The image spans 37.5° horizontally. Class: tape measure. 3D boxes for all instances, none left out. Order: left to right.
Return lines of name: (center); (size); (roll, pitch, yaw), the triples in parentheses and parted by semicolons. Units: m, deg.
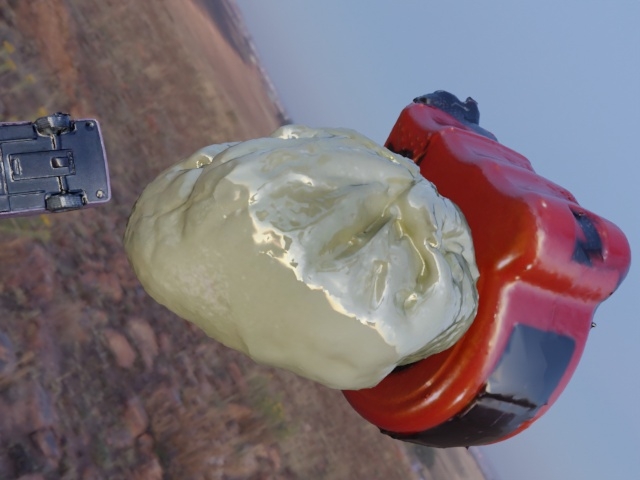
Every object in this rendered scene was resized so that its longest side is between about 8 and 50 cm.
tape measure: (0.107, 0.034, 0.761); (0.114, 0.260, 0.253); (16, 19, -29)

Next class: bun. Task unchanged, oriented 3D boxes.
bun: (0.000, 0.000, 0.586); (0.229, 0.145, 0.229); (30, 11, -6)

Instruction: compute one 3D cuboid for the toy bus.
toy bus: (-0.313, -0.064, 0.912); (0.108, 0.199, 0.096); (-12, -93, 63)
